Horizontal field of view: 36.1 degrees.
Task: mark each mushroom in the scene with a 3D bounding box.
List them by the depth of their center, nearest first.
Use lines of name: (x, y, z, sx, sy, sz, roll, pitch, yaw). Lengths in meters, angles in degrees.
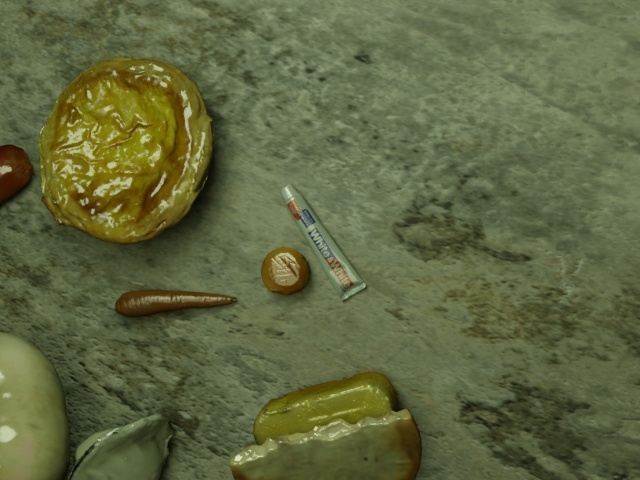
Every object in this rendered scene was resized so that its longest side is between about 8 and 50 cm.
mushroom: (-0.562, 0.317, 1.614, 0.325, 0.353, 0.353, 12, 89, 8)

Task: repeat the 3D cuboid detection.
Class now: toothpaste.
toothpaste: (0.000, 0.000, 1.677, 0.052, 0.033, 0.218, -34, 85, 11)

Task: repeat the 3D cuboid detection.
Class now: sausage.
sausage: (-0.657, -0.074, 1.783, 0.300, 0.083, 0.089, -31, 69, 7)

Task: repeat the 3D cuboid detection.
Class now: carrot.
carrot: (-0.252, 0.106, 1.715, 0.216, 0.048, 0.048, -4, 86, 6)

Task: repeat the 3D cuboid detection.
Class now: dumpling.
dumpling: (-0.358, 0.381, 1.653, 0.142, 0.172, 0.247, 41, 96, 25)

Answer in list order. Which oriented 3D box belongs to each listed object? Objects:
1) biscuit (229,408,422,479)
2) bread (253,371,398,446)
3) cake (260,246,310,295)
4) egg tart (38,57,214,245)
biscuit: (0.024, 0.377, 1.594, 0.309, 0.040, 0.205, -16, 119, 8)
bread: (0.011, 0.290, 1.626, 0.245, 0.094, 0.102, -18, 92, 10)
cake: (-0.059, 0.054, 1.677, 0.084, 0.044, 0.084, -1, 84, 10)
egg tart: (-0.328, -0.155, 1.701, 0.341, 0.129, 0.341, -1, 87, 13)
